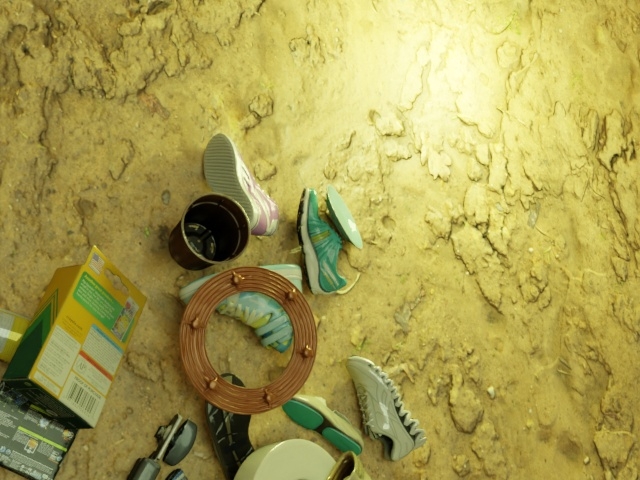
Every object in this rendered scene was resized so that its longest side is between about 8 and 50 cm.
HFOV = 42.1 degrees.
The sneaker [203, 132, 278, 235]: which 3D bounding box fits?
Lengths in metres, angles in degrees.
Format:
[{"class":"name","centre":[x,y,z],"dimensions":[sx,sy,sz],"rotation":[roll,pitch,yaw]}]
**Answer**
[{"class":"sneaker","centre":[-0.192,-0.129,2.071],"dimensions":[0.161,0.102,0.282],"rotation":[16,48,-57]}]

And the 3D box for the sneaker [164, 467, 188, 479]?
[{"class":"sneaker","centre":[-0.330,0.562,1.799],"dimensions":[0.058,0.052,0.135],"rotation":[49,59,-12]}]

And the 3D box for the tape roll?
[{"class":"tape roll","centre":[-0.053,0.636,1.826],"dimensions":[0.392,0.072,0.392],"rotation":[30,51,-44]}]

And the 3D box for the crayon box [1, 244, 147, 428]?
[{"class":"crayon box","centre":[-0.498,0.199,1.723],"dimensions":[0.203,0.083,0.323],"rotation":[55,39,-40]}]

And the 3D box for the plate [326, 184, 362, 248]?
[{"class":"plate","centre":[0.055,-0.057,2.153],"dimensions":[0.188,0.024,0.188],"rotation":[56,15,-24]}]

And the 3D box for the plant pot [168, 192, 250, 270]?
[{"class":"plant pot","centre":[-0.271,-0.009,1.935],"dimensions":[0.166,0.165,0.167],"rotation":[8,72,-27]}]

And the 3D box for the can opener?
[{"class":"can opener","centre":[-0.356,0.507,1.787],"dimensions":[0.095,0.076,0.284],"rotation":[34,63,-15]}]

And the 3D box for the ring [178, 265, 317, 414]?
[{"class":"ring","centre":[-0.155,0.224,1.882],"dimensions":[0.336,0.032,0.337],"rotation":[5,79,-26]}]

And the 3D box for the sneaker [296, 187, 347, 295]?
[{"class":"sneaker","centre":[0.000,0.000,2.107],"dimensions":[0.109,0.107,0.276],"rotation":[-11,90,-7]}]

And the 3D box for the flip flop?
[{"class":"flip flop","centre":[-0.206,0.439,1.894],"dimensions":[0.112,0.080,0.277],"rotation":[-18,100,-31]}]

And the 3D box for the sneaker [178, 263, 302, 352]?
[{"class":"sneaker","centre":[-0.167,0.174,1.962],"dimensions":[0.318,0.127,0.208],"rotation":[-7,77,-29]}]

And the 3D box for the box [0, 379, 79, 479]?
[{"class":"box","centre":[-0.599,0.382,1.710],"dimensions":[0.190,0.045,0.184],"rotation":[31,60,-17]}]

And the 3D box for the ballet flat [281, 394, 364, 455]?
[{"class":"ballet flat","centre":[0.008,0.431,2.016],"dimensions":[0.248,0.086,0.086],"rotation":[40,60,-14]}]

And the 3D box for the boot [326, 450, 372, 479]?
[{"class":"boot","centre":[0.085,0.626,1.870],"dimensions":[0.204,0.095,0.262],"rotation":[56,29,-21]}]

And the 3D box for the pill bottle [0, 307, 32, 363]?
[{"class":"pill bottle","centre":[-0.661,0.190,1.699],"dimensions":[0.184,0.103,0.103],"rotation":[23,66,-21]}]

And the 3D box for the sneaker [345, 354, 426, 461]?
[{"class":"sneaker","centre":[0.145,0.419,2.075],"dimensions":[0.118,0.110,0.292],"rotation":[-35,93,-23]}]
